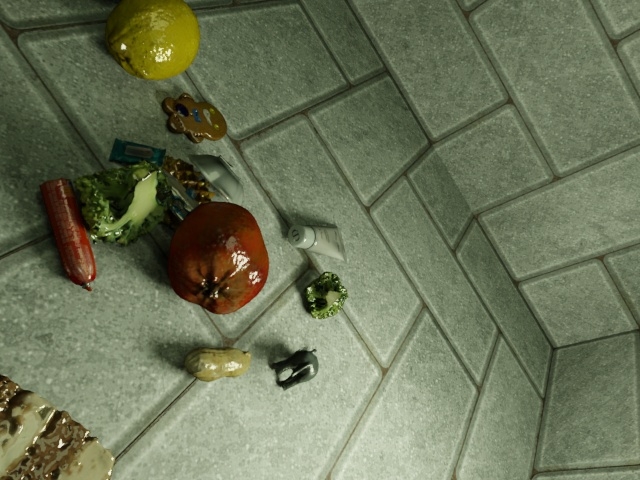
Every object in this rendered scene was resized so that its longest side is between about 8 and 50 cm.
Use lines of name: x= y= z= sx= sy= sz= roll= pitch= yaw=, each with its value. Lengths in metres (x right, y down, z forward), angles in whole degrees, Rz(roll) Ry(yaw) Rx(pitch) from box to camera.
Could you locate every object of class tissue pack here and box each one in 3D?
tissue pack: x=-0.505 y=-0.237 z=1.415 sx=0.138 sy=0.028 sz=0.085 roll=12 pitch=50 yaw=-18

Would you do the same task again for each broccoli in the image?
broccoli: x=-0.487 y=-0.127 z=1.239 sx=0.180 sy=0.273 sz=0.242 roll=44 pitch=53 yaw=13
broccoli: x=0.017 y=0.192 z=1.721 sx=0.162 sy=0.138 sz=0.145 roll=-41 pitch=98 yaw=-13

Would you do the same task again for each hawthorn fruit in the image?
hawthorn fruit: x=-0.266 y=0.024 z=1.382 sx=0.287 sy=0.287 sz=0.330 roll=41 pitch=31 yaw=-27

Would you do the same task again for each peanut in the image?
peanut: x=-0.269 y=0.320 z=1.336 sx=0.214 sy=0.100 sz=0.099 roll=5 pitch=66 yaw=-52

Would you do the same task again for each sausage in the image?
sausage: x=-0.580 y=-0.009 z=1.184 sx=0.074 sy=0.074 sz=0.274 roll=-10 pitch=77 yaw=-51

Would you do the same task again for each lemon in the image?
lemon: x=-0.491 y=-0.598 z=1.494 sx=0.245 sy=0.245 sz=0.320 roll=55 pitch=41 yaw=-11

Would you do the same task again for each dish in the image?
dish: x=-0.289 y=-0.189 z=1.515 sx=0.229 sy=0.081 sz=0.229 roll=47 pitch=-4 yaw=4

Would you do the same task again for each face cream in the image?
face cream: x=0.000 y=0.000 z=1.856 sx=0.314 sy=0.089 sz=0.143 roll=12 pitch=60 yaw=-58

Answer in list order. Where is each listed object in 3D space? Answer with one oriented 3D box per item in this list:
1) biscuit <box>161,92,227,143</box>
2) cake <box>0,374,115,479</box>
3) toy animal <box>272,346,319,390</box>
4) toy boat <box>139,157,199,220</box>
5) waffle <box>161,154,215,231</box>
biscuit: x=-0.400 y=-0.395 z=1.650 sx=0.236 sy=0.039 sz=0.179 roll=-5 pitch=72 yaw=-52
cake: x=-0.549 y=0.393 z=0.836 sx=0.290 sy=0.282 sz=0.255 roll=53 pitch=45 yaw=-20
toy animal: x=-0.070 y=0.374 z=1.514 sx=0.082 sy=0.137 sz=0.269 roll=64 pitch=-2 yaw=4
toy boat: x=-0.415 y=-0.147 z=1.385 sx=0.210 sy=0.066 sz=0.084 roll=47 pitch=40 yaw=-8
waffle: x=-0.406 y=-0.131 z=1.476 sx=0.228 sy=0.051 sz=0.231 roll=45 pitch=40 yaw=-21
